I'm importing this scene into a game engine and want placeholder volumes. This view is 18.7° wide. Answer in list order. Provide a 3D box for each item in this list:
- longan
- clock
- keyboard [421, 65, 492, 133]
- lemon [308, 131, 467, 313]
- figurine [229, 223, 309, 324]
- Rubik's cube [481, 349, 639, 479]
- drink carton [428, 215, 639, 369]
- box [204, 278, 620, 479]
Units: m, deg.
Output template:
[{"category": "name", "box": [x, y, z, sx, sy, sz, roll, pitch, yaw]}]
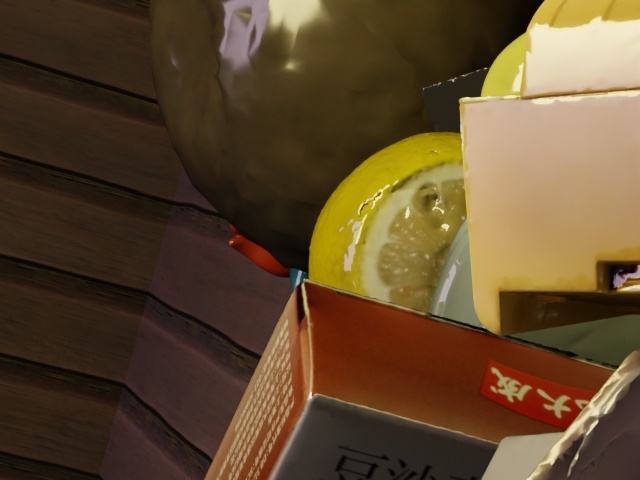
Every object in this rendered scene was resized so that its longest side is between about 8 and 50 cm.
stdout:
[{"category": "longan", "box": [0.024, -0.197, 1.879, 0.404, 0.404, 0.436, 127, 156, -53]}, {"category": "clock", "box": [0.255, -0.041, 1.082, 0.244, 0.317, 0.200, 3, 90, 43]}, {"category": "keyboard", "box": [0.184, -0.124, 1.661, 0.015, 0.196, 0.074, -32, -77, -63]}, {"category": "lemon", "box": [0.108, 0.030, 1.649, 0.219, 0.240, 0.240, 129, 155, -84]}, {"category": "figurine", "box": [0.006, -0.006, 2.091, 0.257, 0.208, 0.181, -102, -3, -47]}, {"category": "Rubik's cube", "box": [0.216, 0.204, 0.871, 0.368, 0.358, 0.387, -46, 7, -19]}, {"category": "drink carton", "box": [0.193, 0.055, 1.427, 0.185, 0.189, 0.191, -71, 16, -6]}, {"category": "box", "box": [0.080, 0.249, 1.329, 0.122, 0.344, 0.385, -95, 25, -54]}]
